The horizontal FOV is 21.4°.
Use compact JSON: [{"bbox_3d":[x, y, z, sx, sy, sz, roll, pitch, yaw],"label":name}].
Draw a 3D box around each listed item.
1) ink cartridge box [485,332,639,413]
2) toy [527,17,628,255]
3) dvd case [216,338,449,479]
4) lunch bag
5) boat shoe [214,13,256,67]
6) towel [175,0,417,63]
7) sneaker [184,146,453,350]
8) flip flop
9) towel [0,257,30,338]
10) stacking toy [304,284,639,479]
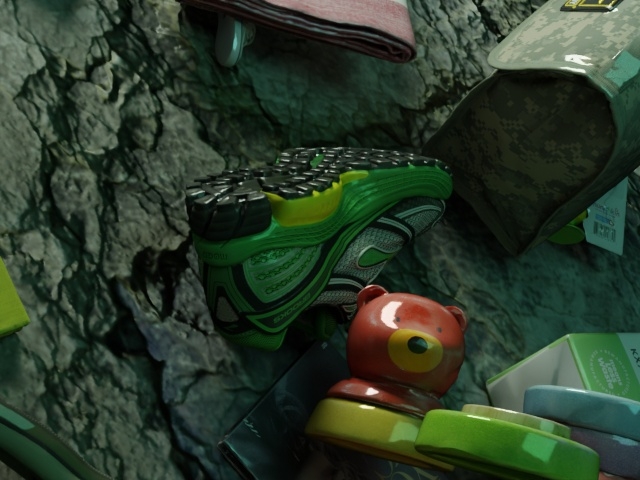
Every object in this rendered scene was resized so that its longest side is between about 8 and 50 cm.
[{"bbox_3d":[0.342,0.197,1.585,0.353,0.119,0.207,2,61,-41],"label":"ink cartridge box"},{"bbox_3d":[0.252,-0.102,1.757,0.137,0.056,0.237,20,57,-22],"label":"toy"},{"bbox_3d":[0.032,0.202,1.377,0.221,0.018,0.164,50,41,-4],"label":"dvd case"},{"bbox_3d":[0.258,-0.149,1.576,0.235,0.287,0.169,-39,84,-30],"label":"lunch bag"},{"bbox_3d":[-0.074,-0.195,1.547,0.035,0.035,0.100,21,43,-27],"label":"boat shoe"},{"bbox_3d":[-0.028,-0.321,1.623,0.237,0.037,0.329,13,49,-22],"label":"towel"},{"bbox_3d":[0.000,0.000,1.436,0.343,0.134,0.146,-20,113,-54],"label":"sneaker"},{"bbox_3d":[-0.163,0.196,1.151,0.277,0.112,0.080,40,68,-17],"label":"flip flop"},{"bbox_3d":[-0.305,-0.026,1.232,0.102,0.021,0.237,-21,78,-42],"label":"towel"},{"bbox_3d":[0.173,0.127,1.286,0.309,0.279,0.130,18,79,-18],"label":"stacking toy"}]
